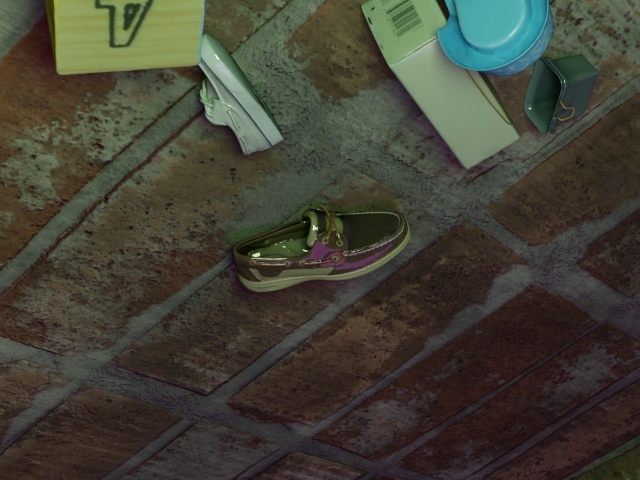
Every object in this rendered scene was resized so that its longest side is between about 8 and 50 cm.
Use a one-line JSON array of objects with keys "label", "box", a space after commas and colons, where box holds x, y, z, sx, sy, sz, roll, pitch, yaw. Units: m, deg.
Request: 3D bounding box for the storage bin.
[{"label": "storage bin", "box": [0.435, -0.263, 1.982, 0.091, 0.098, 0.135, -18, 143, -18]}]

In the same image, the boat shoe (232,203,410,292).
[{"label": "boat shoe", "box": [0.000, 0.000, 2.099, 0.342, 0.123, 0.123, -12, 143, 2]}]

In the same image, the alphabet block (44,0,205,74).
[{"label": "alphabet block", "box": [-0.267, -0.355, 1.493, 0.197, 0.192, 0.193, -6, 138, -15]}]

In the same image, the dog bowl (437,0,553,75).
[{"label": "dog bowl", "box": [0.247, -0.372, 1.617, 0.166, 0.297, 0.074, -19, 159, 25]}]

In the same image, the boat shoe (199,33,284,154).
[{"label": "boat shoe", "box": [-0.149, -0.225, 1.786, 0.088, 0.096, 0.267, -29, 149, 6]}]

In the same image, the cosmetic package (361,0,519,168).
[{"label": "cosmetic package", "box": [0.199, -0.271, 1.814, 0.113, 0.160, 0.309, -31, 142, 14]}]
